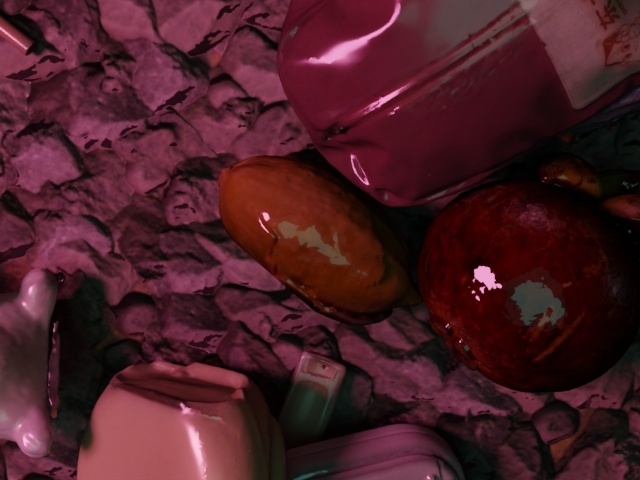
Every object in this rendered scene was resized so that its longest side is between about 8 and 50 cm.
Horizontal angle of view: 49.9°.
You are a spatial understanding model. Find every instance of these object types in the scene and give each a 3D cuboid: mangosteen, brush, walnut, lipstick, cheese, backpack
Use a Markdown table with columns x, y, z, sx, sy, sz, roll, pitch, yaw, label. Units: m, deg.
| x | y | z | sx | sy | sz | roll | pitch | yaw | label |
| --- | --- | --- | --- | --- | --- | --- | --- | --- | --- |
| 0.222 | 0.020 | 0.662 | 0.257 | 0.215 | 0.215 | -40 | 101 | -4 | mangosteen |
| -0.046 | 0.285 | 0.850 | 0.060 | 0.050 | 0.321 | 20 | 101 | 1 | brush |
| 0.000 | 0.000 | 0.704 | 0.245 | 0.137 | 0.137 | 37 | 108 | 2 | walnut |
| -0.341 | -0.231 | 0.719 | 0.094 | 0.019 | 0.019 | 40 | 107 | -8 | lipstick |
| -0.154 | 0.257 | 0.752 | 0.265 | 0.127 | 0.234 | 1 | 85 | 39 | cheese |
| 0.121 | -0.178 | 0.604 | 0.317 | 0.197 | 0.283 | -33 | 103 | 20 | backpack |

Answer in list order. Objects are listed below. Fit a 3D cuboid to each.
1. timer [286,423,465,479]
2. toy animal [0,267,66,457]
| x | y | z | sx | sy | sz | roll | pitch | yaw | label |
| --- | --- | --- | --- | --- | --- | --- | --- | --- | --- |
| 0.052 | 0.344 | 0.811 | 0.261 | 0.087 | 0.237 | -12 | 107 | -6 | timer |
| -0.418 | 0.125 | 0.728 | 0.289 | 0.249 | 0.174 | 31 | 144 | -28 | toy animal |
